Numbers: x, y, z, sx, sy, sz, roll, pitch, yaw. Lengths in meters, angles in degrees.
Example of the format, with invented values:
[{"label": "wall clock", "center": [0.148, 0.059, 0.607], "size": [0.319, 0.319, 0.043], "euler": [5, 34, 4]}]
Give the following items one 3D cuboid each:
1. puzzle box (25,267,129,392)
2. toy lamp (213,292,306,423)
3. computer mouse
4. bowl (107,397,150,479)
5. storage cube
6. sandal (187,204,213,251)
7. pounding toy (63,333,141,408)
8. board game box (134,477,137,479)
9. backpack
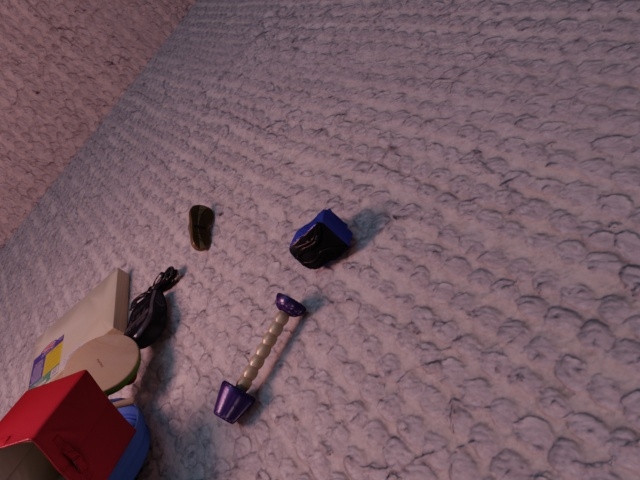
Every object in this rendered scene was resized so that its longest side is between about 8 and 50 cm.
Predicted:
[{"label": "puzzle box", "center": [-0.739, 0.295, 1.955], "size": [0.409, 0.052, 0.272], "euler": [-38, 37, 16]}, {"label": "toy lamp", "center": [-0.128, 0.240, 1.311], "size": [0.080, 0.080, 0.275], "euler": [9, 64, 51]}, {"label": "computer mouse", "center": [-0.451, 0.201, 1.719], "size": [0.188, 0.072, 0.272], "euler": [-40, 24, 18]}, {"label": "bowl", "center": [-0.546, 0.516, 1.413], "size": [0.391, 0.077, 0.391], "euler": [-27, 21, 12]}, {"label": "storage cube", "center": [-0.523, 0.403, 1.268], "size": [0.214, 0.184, 0.193], "euler": [-22, 22, 24]}, {"label": "sandal", "center": [-0.347, -0.033, 1.827], "size": [0.049, 0.072, 0.180], "euler": [-50, 33, 39]}, {"label": "pounding toy", "center": [-0.507, 0.346, 1.536], "size": [0.182, 0.110, 0.237], "euler": [-13, 39, -4]}, {"label": "board game box", "center": [-0.538, 0.581, 1.435], "size": [0.243, 0.042, 0.165], "euler": [-13, 31, 41]}, {"label": "backpack", "center": [0.000, 0.000, 1.381], "size": [0.120, 0.098, 0.101], "euler": [-40, 14, 29]}]
